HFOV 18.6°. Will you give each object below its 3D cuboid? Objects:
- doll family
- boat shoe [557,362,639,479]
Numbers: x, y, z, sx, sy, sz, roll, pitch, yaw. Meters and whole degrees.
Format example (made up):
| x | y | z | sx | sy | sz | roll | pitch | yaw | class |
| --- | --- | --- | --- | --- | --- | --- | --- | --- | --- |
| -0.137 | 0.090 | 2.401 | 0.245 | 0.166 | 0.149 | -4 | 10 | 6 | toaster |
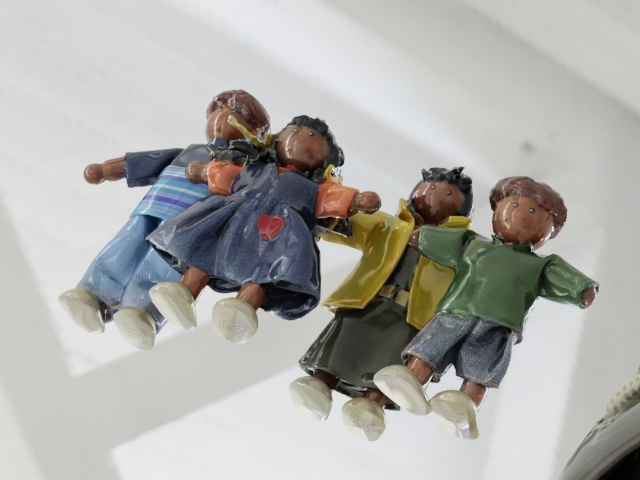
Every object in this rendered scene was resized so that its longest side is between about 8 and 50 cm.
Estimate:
| x | y | z | sx | sy | sz | roll | pitch | yaw | class |
| --- | --- | --- | --- | --- | --- | --- | --- | --- | --- |
| 0.000 | 0.000 | 0.681 | 0.193 | 0.076 | 0.111 | 22 | -119 | 10 | doll family |
| 0.169 | 0.041 | 0.316 | 0.130 | 0.355 | 0.132 | -32 | -86 | -29 | boat shoe |
